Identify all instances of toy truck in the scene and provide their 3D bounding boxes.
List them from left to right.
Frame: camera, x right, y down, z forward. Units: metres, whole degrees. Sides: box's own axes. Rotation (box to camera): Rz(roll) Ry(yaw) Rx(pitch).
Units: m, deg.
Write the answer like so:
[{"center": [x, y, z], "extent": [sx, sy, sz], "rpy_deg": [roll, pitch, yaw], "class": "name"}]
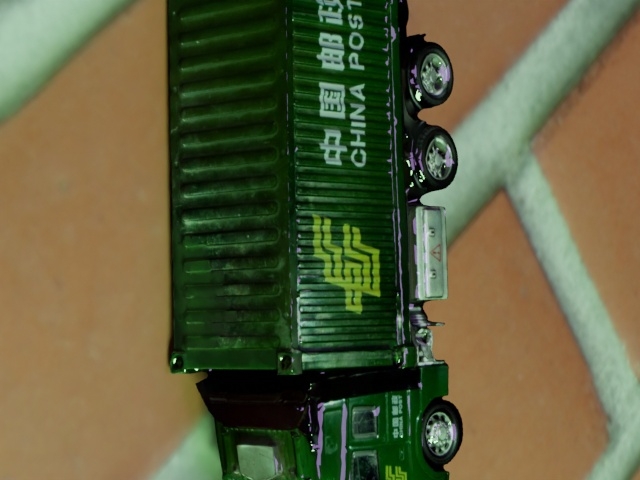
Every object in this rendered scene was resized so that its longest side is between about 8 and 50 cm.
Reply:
[{"center": [0.000, 0.000, 0.793], "extent": [0.121, 0.088, 0.259], "rpy_deg": [1, 86, -47], "class": "toy truck"}]
